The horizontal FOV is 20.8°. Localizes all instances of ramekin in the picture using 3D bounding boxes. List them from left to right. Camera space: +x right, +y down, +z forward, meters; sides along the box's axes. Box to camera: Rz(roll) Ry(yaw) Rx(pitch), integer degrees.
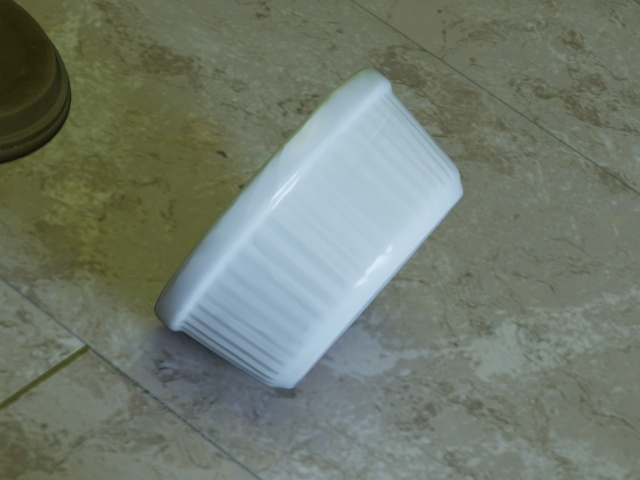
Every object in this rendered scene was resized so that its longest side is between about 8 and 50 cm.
[{"bbox_3d":[0.000,0.000,1.404,0.127,0.273,0.273,41,39,3],"label":"ramekin"}]

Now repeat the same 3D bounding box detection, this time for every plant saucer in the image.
[{"bbox_3d":[-0.360,-0.171,1.590,0.278,0.041,0.278,15,38,-13],"label":"plant saucer"}]
